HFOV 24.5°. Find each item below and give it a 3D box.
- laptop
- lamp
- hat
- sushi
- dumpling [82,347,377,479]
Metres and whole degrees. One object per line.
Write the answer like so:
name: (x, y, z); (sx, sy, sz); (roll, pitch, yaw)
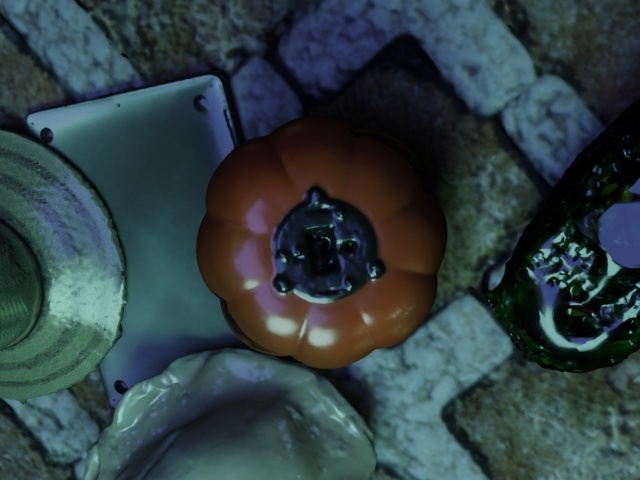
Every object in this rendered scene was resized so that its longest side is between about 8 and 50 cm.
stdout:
laptop: (-0.130, 0.007, 1.211); (0.188, 0.015, 0.269); (-9, 103, 22)
lamp: (0.000, 0.000, 1.091); (0.188, 0.164, 0.187); (0, 95, -5)
hat: (-0.293, 0.039, 1.216); (0.252, 0.110, 0.252); (7, 109, 21)
sushi: (0.216, -0.005, 1.034); (0.124, 0.127, 0.225); (40, 116, 3)
dumpling: (-0.083, 0.185, 1.182); (0.258, 0.147, 0.193); (-20, 75, 8)
